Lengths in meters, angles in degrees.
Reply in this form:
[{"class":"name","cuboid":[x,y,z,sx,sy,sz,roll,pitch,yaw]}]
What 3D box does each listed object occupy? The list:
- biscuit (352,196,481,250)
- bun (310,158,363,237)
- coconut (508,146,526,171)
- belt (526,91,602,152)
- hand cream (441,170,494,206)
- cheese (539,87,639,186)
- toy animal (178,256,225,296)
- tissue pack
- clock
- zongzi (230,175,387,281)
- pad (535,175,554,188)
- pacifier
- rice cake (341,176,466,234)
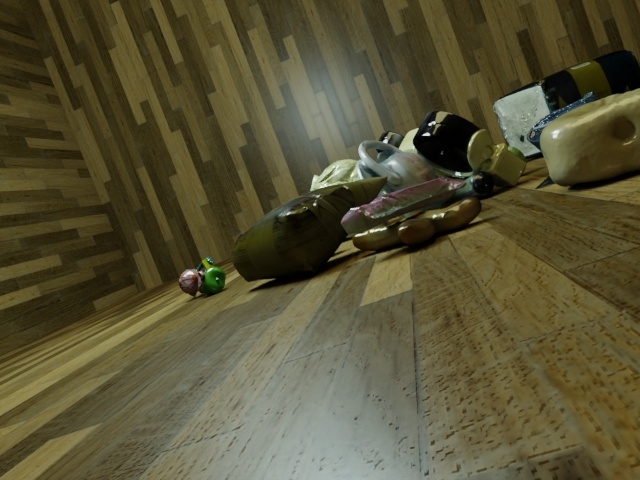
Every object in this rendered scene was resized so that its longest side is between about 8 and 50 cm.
[{"class":"biscuit","cuboid":[0.164,-0.023,0.956,0.164,0.047,0.208,-19,2,-19]},{"class":"bun","cuboid":[0.053,-0.113,1.511,0.145,0.229,0.229,2,-8,-28]},{"class":"coconut","cuboid":[0.498,-0.204,1.444,0.088,0.087,0.096,-21,-3,7]},{"class":"belt","cuboid":[0.685,-0.292,1.494,0.122,0.128,0.218,-62,18,-19]},{"class":"hand cream","cuboid":[0.343,-0.114,1.309,0.086,0.055,0.235,-19,-4,-12]},{"class":"cheese","cuboid":[0.459,-0.163,0.839,0.235,0.117,0.218,-26,7,-26]},{"class":"toy animal","cuboid":[-0.324,0.100,1.486,0.100,0.103,0.208,25,-20,-21]},{"class":"tissue pack","cuboid":[0.852,-0.456,1.871,0.417,0.253,0.264,-24,4,-16]},{"class":"clock","cuboid":[0.314,-0.208,1.391,0.120,0.276,0.379,-60,14,-5]},{"class":"zongzi","cuboid":[-0.024,-0.033,1.168,0.300,0.145,0.274,-39,13,-37]},{"class":"pad","cuboid":[0.488,-0.131,1.069,0.112,0.003,0.157,-19,4,34]},{"class":"pacifier","cuboid":[0.155,-0.109,1.309,0.226,0.238,0.287,-53,-9,29]},{"class":"rice cake","cuboid":[0.155,-0.072,0.980,0.290,0.051,0.081,-21,2,-40]}]
